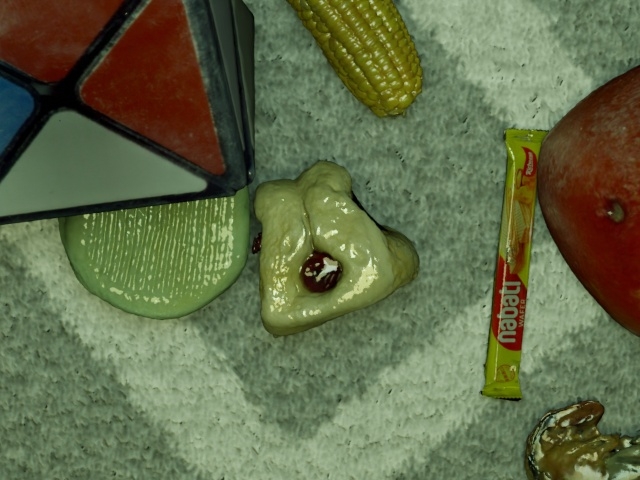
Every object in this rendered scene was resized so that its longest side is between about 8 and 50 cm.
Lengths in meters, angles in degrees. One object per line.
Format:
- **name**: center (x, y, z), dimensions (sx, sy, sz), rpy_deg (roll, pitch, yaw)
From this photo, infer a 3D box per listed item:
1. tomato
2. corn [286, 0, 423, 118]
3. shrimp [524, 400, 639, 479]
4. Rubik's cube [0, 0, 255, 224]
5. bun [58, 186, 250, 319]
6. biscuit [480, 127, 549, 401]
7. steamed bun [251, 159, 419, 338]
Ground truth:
- **tomato**: center (0.395, -0.031, 1.686), dimensions (0.338, 0.143, 0.338), rpy_deg (1, 107, 3)
- **corn**: center (0.010, -0.262, 1.697), dimensions (0.102, 0.102, 0.313), rpy_deg (-35, 96, 6)
- **shrimp**: center (0.346, 0.218, 1.778), dimensions (0.262, 0.066, 0.117), rpy_deg (-14, 98, 2)
- **Rubik's cube**: center (-0.225, -0.229, 1.557), dimensions (0.307, 0.310, 0.305), rpy_deg (-8, 131, 5)
- **bun**: center (-0.169, -0.028, 1.732), dimensions (0.221, 0.108, 0.221), rpy_deg (0, 100, 3)
- **biscuit**: center (0.203, 0.026, 1.773), dimensions (0.048, 0.026, 0.292), rpy_deg (1, 99, -18)
- **steamed bun**: center (0.000, 0.000, 1.720), dimensions (0.172, 0.141, 0.155), rpy_deg (-22, 92, 8)
